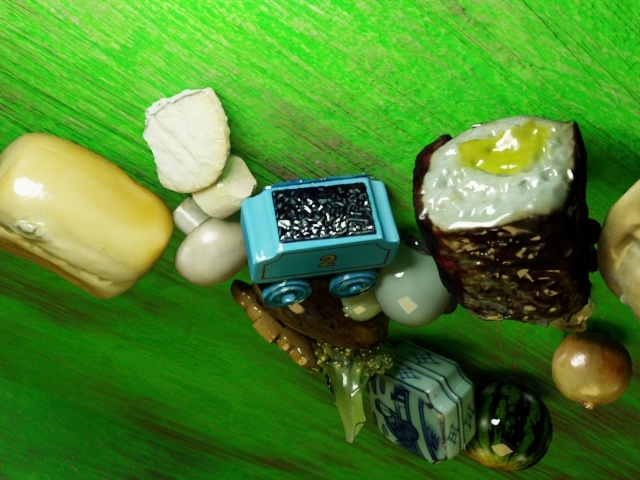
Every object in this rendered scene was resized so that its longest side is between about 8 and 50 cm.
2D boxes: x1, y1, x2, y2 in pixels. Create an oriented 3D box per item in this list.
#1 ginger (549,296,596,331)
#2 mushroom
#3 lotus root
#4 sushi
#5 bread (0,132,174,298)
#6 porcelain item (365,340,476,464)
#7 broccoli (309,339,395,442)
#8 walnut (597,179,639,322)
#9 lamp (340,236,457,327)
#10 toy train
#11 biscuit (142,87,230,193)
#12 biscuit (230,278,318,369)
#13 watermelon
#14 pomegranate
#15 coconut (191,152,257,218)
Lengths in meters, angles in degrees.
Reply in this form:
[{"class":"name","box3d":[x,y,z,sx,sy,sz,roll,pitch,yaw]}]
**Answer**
[{"class":"ginger","box3d":[0.490,0.103,1.910,0.294,0.086,0.131,39,150,-27]},{"class":"mushroom","box3d":[-0.239,-0.008,1.891,0.204,0.204,0.204,9,151,5]},{"class":"lotus root","box3d":[-0.003,0.139,2.034,0.397,0.179,0.196,34,142,-31]},{"class":"sushi","box3d":[0.314,-0.038,1.493,0.299,0.281,0.294,12,149,34]},{"class":"bread","box3d":[-0.500,-0.050,1.801,0.376,0.253,0.348,32,156,-22]},{"class":"porcelain item","box3d":[0.265,0.435,2.340,0.285,0.157,0.281,22,133,38]},{"class":"broccoli","box3d":[0.094,0.314,2.250,0.186,0.302,0.254,-10,143,-52]},{"class":"walnut","box3d":[0.629,-0.006,1.392,0.383,0.384,0.384,9,151,5]},{"class":"lamp","box3d":[0.165,0.099,1.892,0.243,0.198,0.197,-18,140,30]},{"class":"toy train","box3d":[0.000,0.000,1.743,0.300,0.188,0.265,-8,151,-11]},{"class":"biscuit","box3d":[-0.254,-0.187,1.629,0.188,0.040,0.265,33,134,7]},{"class":"biscuit","box3d":[-0.094,0.181,2.137,0.278,0.301,0.043,44,104,2]},{"class":"watermelon","box3d":[0.508,0.515,2.448,0.268,0.269,0.269,9,151,5]},{"class":"pomegranate","box3d":[0.644,0.307,2.097,0.191,0.191,0.191,9,151,5]},{"class":"coconut","box3d":[-0.196,-0.105,1.742,0.116,0.116,0.122,30,147,-30]}]
